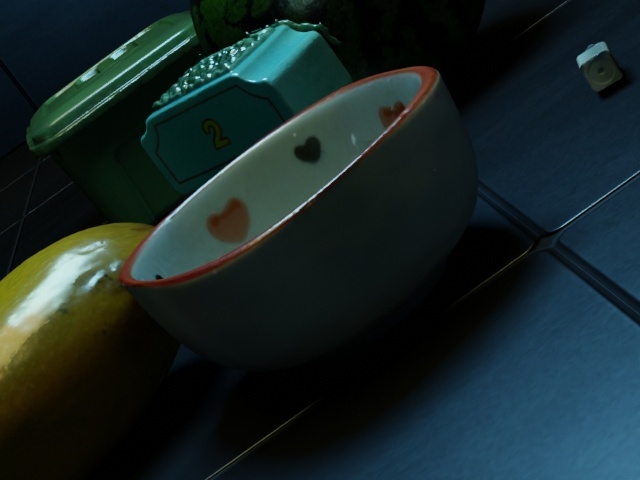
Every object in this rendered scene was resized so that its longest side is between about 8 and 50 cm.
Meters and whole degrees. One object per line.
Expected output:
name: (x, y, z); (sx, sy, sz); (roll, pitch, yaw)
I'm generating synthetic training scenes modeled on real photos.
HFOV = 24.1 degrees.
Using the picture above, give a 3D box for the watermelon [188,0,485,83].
watermelon: (0.014, -0.248, 1.398); (0.285, 0.285, 0.285); (-33, 15, 10)

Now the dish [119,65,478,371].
dish: (0.000, 0.000, 0.992); (0.256, 0.117, 0.256); (-32, 15, 10)

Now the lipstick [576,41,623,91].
lipstick: (0.209, -0.136, 1.130); (0.025, 0.025, 0.107); (-32, 9, 13)

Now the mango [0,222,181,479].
mango: (-0.219, 0.123, 1.064); (0.359, 0.144, 0.187); (-49, 7, -24)

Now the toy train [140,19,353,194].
toy train: (-0.051, -0.090, 1.294); (0.203, 0.163, 0.112); (-22, 21, 42)

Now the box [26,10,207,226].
box: (-0.203, -0.136, 1.759); (0.253, 0.177, 0.329); (-35, 13, -3)
